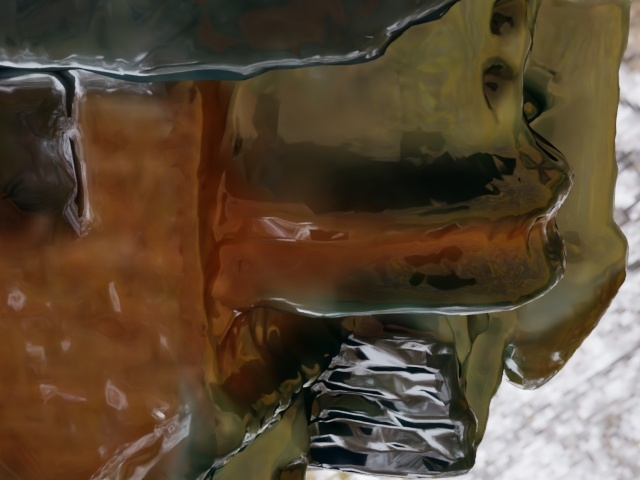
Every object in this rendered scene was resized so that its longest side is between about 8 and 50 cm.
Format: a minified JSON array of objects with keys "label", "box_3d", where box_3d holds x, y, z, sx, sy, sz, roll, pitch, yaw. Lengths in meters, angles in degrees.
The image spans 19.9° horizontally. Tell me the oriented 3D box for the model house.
[{"label":"model house","box_3d":[0.000,0.000,0.475,0.253,0.184,0.291,-43,-43,-68]}]
